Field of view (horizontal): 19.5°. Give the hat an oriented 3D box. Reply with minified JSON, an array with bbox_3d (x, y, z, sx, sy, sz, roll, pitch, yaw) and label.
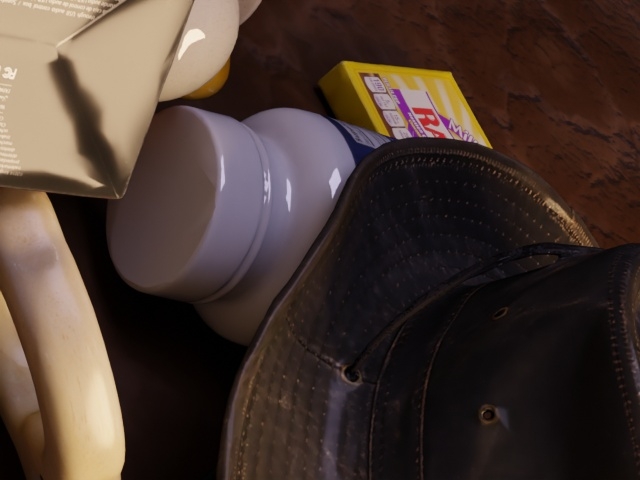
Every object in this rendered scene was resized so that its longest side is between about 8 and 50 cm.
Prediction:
[{"bbox_3d":[0.115,0.101,0.759,0.331,0.134,0.331,20,63,-44],"label":"hat"}]

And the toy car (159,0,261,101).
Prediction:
[{"bbox_3d":[-0.101,-0.145,0.802,0.159,0.136,0.182,-71,154,-69],"label":"toy car"}]

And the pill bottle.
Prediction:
[{"bbox_3d":[0.000,0.000,0.860,0.186,0.112,0.112,14,47,-40],"label":"pill bottle"}]

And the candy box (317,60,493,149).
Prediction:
[{"bbox_3d":[0.081,-0.010,1.038,0.105,0.027,0.206,1,56,-52],"label":"candy box"}]

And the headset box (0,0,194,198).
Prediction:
[{"bbox_3d":[-0.215,-0.131,0.668,0.218,0.110,0.293,6,22,-46],"label":"headset box"}]

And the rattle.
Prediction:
[{"bbox_3d":[-0.131,0.083,0.681,0.143,0.130,0.200,-21,103,-36],"label":"rattle"}]

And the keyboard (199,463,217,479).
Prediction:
[{"bbox_3d":[-0.004,0.183,0.751,0.192,0.038,0.100,55,23,-1],"label":"keyboard"}]
